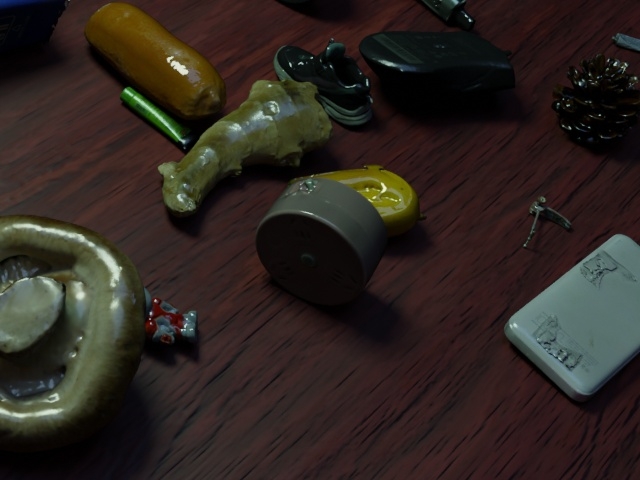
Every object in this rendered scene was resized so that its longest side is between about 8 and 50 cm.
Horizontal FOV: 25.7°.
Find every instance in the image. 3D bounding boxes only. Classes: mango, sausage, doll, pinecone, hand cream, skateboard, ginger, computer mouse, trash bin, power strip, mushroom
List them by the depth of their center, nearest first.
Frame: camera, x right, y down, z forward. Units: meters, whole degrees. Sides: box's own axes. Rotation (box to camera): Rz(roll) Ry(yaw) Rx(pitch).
[{"bbox_3d":[-0.320,0.099,1.505,0.278,0.146,0.278,0,70,-1],"label":"mushroom"},{"bbox_3d":[-0.221,0.075,1.624,0.180,0.079,0.094,24,32,-14],"label":"doll"},{"bbox_3d":[0.000,0.000,1.714,0.154,0.154,0.078,28,49,7],"label":"power strip"},{"bbox_3d":[-0.470,-0.324,1.835,0.234,0.162,0.184,-16,70,-37],"label":"trash bin"},{"bbox_3d":[0.048,-0.049,1.843,0.187,0.066,0.101,6,55,-8],"label":"mango"},{"bbox_3d":[-0.100,-0.115,1.846,0.131,0.086,0.294,42,56,8],"label":"ginger"},{"bbox_3d":[-0.216,-0.164,1.881,0.122,0.023,0.036,35,46,13],"label":"hand cream"},{"bbox_3d":[-0.223,-0.243,1.905,0.238,0.098,0.098,40,48,23],"label":"sausage"},{"bbox_3d":[0.310,-0.016,1.934,0.064,0.032,0.083,34,42,-2],"label":"skateboard"},{"bbox_3d":[0.170,-0.250,2.060,0.264,0.088,0.147,-7,34,-26],"label":"computer mouse"},{"bbox_3d":[0.412,-0.214,2.091,0.140,0.121,0.140,7,41,-6],"label":"pinecone"},{"bbox_3d":[0.521,-0.320,2.302,0.093,0.019,0.030,12,47,-12],"label":"hand cream"}]

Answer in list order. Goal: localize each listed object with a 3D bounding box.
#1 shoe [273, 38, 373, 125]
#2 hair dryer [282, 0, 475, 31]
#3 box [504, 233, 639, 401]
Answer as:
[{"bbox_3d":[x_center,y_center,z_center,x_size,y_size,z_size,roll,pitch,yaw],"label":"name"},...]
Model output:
[{"bbox_3d":[0.012,-0.241,1.984,0.169,0.099,0.071,37,50,17],"label":"shoe"},{"bbox_3d":[0.096,-0.437,2.169,0.284,0.156,0.320,35,37,28],"label":"hair dryer"},{"bbox_3d":[0.368,0.095,1.840,0.142,0.044,0.285,43,48,18],"label":"box"}]
